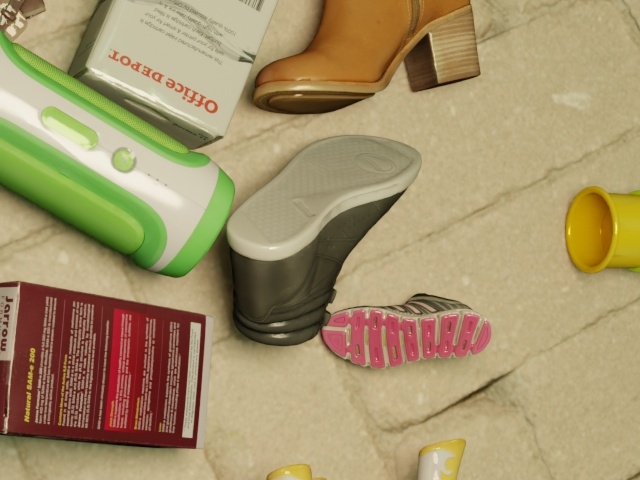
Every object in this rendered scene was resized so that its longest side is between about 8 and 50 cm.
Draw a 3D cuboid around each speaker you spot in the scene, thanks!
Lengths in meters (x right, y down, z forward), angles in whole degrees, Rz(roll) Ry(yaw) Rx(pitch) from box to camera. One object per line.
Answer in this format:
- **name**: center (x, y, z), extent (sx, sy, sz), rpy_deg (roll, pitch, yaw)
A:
- **speaker**: center (-0.229, -0.083, 1.456), extent (0.296, 0.131, 0.131), rpy_deg (31, 72, -18)

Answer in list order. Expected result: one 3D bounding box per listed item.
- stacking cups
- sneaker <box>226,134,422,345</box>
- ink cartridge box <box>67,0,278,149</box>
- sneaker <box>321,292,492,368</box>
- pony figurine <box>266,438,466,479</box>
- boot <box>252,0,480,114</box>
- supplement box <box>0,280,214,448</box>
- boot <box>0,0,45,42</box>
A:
- **stacking cups**: center (0.429, -0.002, 1.763), extent (0.316, 0.096, 0.096), rpy_deg (4, 82, -25)
- **sneaker**: center (-0.001, 0.000, 1.574), extent (0.296, 0.104, 0.147), rpy_deg (-37, 143, -48)
- **ink cartridge box**: center (-0.136, -0.213, 1.537), extent (0.153, 0.087, 0.208), rpy_deg (27, 72, -19)
- **sneaker**: center (0.086, 0.089, 1.616), extent (0.170, 0.075, 0.063), rpy_deg (-3, 102, -3)
- **pony figurine**: center (0.041, 0.388, 1.465), extent (0.351, 0.303, 0.363), rpy_deg (-4, 69, -33)
- **boot**: center (0.032, -0.250, 1.604), extent (0.283, 0.109, 0.220), rpy_deg (-15, 91, -27)
- **supplement box**: center (-0.205, 0.116, 1.420), extent (0.239, 0.073, 0.130), rpy_deg (15, 75, -49)
- **boot**: center (-0.318, -0.219, 1.485), extent (0.118, 0.042, 0.087), rpy_deg (-40, 108, -16)
